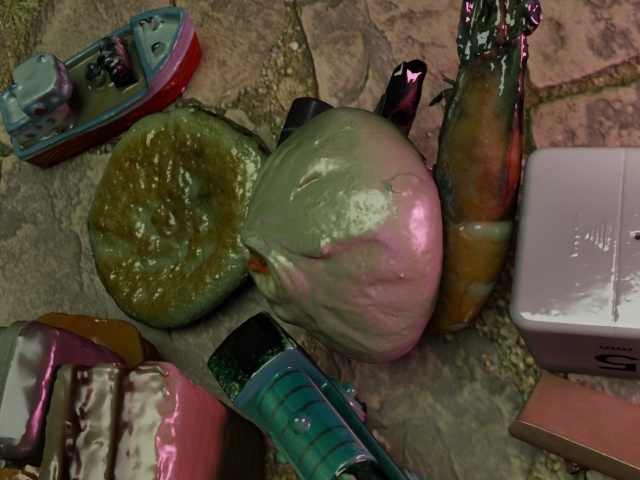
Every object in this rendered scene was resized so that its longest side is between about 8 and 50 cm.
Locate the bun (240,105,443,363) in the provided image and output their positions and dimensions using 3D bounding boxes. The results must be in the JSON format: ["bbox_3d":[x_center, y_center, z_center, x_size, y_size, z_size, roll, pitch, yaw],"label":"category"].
[{"bbox_3d":[0.000,0.000,0.969,0.187,0.293,0.293,-8,62,-19],"label":"bun"}]

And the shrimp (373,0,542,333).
[{"bbox_3d":[0.131,-0.109,0.958,0.085,0.445,0.272,-8,35,-28],"label":"shrimp"}]

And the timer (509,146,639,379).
[{"bbox_3d":[0.311,0.029,0.902,0.194,0.195,0.192,3,71,21],"label":"timer"}]

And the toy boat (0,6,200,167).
[{"bbox_3d":[-0.327,-0.242,1.293,0.331,0.133,0.145,-27,61,9],"label":"toy boat"}]

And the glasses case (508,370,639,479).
[{"bbox_3d":[0.306,0.205,0.916,0.193,0.070,0.102,18,49,28],"label":"glasses case"}]

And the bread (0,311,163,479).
[{"bbox_3d":[-0.316,0.263,1.077,0.195,0.149,0.344,4,71,22],"label":"bread"}]

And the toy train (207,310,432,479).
[{"bbox_3d":[0.009,0.218,0.919,0.120,0.194,0.298,-42,44,-3],"label":"toy train"}]

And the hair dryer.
[{"bbox_3d":[0.046,-0.104,1.140,0.219,0.071,0.124,12,76,16],"label":"hair dryer"}]

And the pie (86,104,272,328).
[{"bbox_3d":[-0.191,-0.033,1.176,0.323,0.070,0.323,-7,77,32],"label":"pie"}]

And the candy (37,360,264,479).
[{"bbox_3d":[-0.160,0.254,0.927,0.135,0.321,0.180,-1,65,16],"label":"candy"}]

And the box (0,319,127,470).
[{"bbox_3d":[-0.302,0.166,0.925,0.129,0.210,0.148,4,73,12],"label":"box"}]
